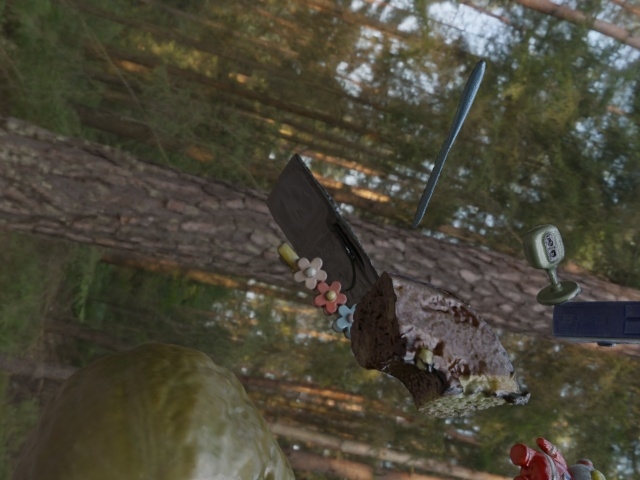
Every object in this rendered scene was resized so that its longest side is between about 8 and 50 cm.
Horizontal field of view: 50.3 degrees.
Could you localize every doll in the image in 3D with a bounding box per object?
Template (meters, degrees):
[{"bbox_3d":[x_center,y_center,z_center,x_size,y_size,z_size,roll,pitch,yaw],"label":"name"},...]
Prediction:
[{"bbox_3d":[0.422,0.423,1.163,0.076,0.245,0.142,-40,-148,50],"label":"doll"}]

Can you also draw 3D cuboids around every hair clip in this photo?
[{"bbox_3d":[0.007,0.084,1.099,0.062,0.214,0.056,-41,166,-16],"label":"hair clip"}]

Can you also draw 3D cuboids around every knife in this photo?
[{"bbox_3d":[0.208,-0.153,1.143,0.044,0.019,0.313,-96,-157,-62],"label":"knife"}]

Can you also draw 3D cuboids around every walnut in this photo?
[{"bbox_3d":[-0.149,0.216,0.615,0.283,0.282,0.228,-147,-124,-78],"label":"walnut"}]

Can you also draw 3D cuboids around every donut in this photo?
[{"bbox_3d":[0.137,0.137,0.832,0.126,0.186,0.144,-46,-147,44],"label":"donut"}]

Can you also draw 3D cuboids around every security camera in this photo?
[{"bbox_3d":[0.280,0.027,0.837,0.058,0.058,0.092,-132,-162,-76],"label":"security camera"}]

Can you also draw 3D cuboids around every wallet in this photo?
[{"bbox_3d":[0.000,0.000,1.433,0.323,0.041,0.247,57,-28,8],"label":"wallet"}]

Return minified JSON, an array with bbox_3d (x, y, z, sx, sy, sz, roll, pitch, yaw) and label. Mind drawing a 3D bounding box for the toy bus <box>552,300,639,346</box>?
[{"bbox_3d":[0.503,0.139,1.124,0.236,0.094,0.079,-8,-102,52],"label":"toy bus"}]
